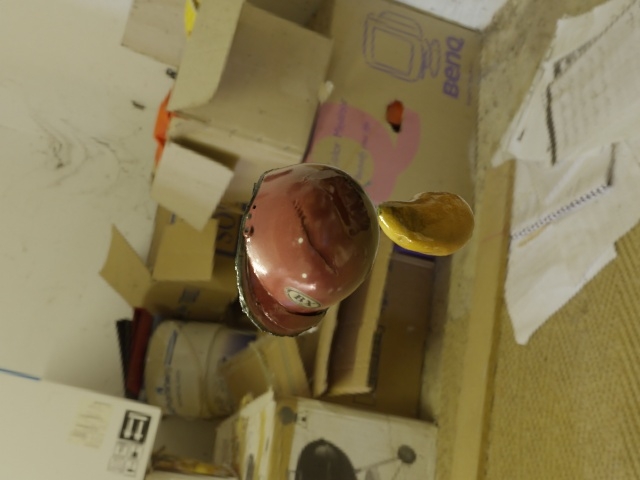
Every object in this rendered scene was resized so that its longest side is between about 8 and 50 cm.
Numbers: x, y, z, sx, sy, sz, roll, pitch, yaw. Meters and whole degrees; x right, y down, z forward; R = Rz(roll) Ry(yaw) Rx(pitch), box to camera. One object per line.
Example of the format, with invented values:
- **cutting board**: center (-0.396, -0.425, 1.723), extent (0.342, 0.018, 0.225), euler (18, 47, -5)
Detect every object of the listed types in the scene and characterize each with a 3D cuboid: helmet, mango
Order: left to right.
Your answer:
- **helmet**: center (0.001, 0.001, 0.336), extent (0.049, 0.065, 0.084), euler (-14, 58, 41)
- **mango**: center (0.151, -0.024, 1.013), extent (0.075, 0.190, 0.098), euler (-50, 63, 30)
